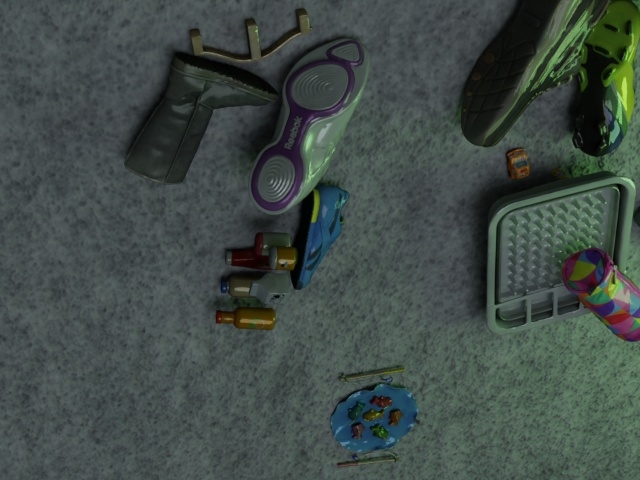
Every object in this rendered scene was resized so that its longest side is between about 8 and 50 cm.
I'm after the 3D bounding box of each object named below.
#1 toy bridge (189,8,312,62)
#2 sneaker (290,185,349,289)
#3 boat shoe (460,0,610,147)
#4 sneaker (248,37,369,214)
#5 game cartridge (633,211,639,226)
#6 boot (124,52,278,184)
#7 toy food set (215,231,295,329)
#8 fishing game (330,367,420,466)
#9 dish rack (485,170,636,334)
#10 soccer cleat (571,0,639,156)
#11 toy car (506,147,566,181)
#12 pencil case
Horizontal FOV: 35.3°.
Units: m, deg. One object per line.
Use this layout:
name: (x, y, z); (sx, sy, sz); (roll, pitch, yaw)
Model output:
toy bridge: (-0.102, -0.306, 1.538); (0.188, 0.026, 0.063); (-13, 128, -9)
sneaker: (0.000, 0.000, 1.750); (0.082, 0.069, 0.209); (1, 122, -22)
boat shoe: (0.360, -0.295, 1.624); (0.130, 0.132, 0.355); (18, 116, -29)
sneaker: (-0.019, -0.183, 1.610); (0.114, 0.152, 0.305); (31, 93, 8)
game cartridge: (0.797, -0.030, 1.984); (0.355, 0.068, 0.230); (32, 113, -32)
boot: (-0.187, -0.176, 1.571); (0.190, 0.076, 0.208); (15, 114, -19)
toy food set: (-0.116, 0.062, 1.722); (0.105, 0.111, 0.232); (2, 149, -12)
fishing game: (0.115, 0.371, 2.055); (0.189, 0.041, 0.264); (-3, 124, -12)
dish rack: (0.433, 0.016, 1.877); (0.286, 0.072, 0.333); (-14, 132, -7)
soccer cleat: (0.494, -0.281, 1.711); (0.121, 0.093, 0.289); (-33, 137, -38)
toy car: (0.391, -0.133, 1.798); (0.122, 0.040, 0.060); (-3, 124, -15)
pencil case: (0.543, 0.103, 1.874); (0.104, 0.104, 0.236); (-42, 132, 13)
